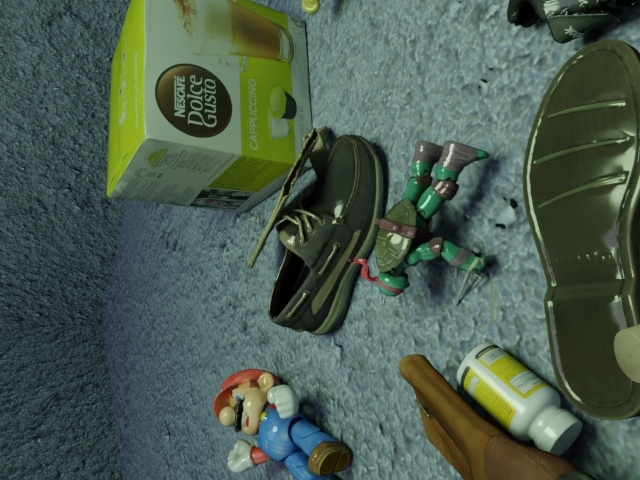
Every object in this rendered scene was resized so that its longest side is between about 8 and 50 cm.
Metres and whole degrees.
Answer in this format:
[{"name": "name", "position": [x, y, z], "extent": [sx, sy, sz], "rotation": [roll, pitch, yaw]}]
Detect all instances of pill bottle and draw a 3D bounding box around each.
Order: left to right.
[{"name": "pill bottle", "position": [0.207, 0.167, 0.473], "extent": [0.116, 0.065, 0.065], "rotation": [42, 121, 50]}]

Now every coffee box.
[{"name": "coffee box", "position": [-0.249, -0.279, 0.960], "extent": [0.338, 0.334, 0.338], "rotation": [-21, 70, 53]}]

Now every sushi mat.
[{"name": "sushi mat", "position": [-0.076, -0.063, 0.832], "extent": [0.152, 0.019, 0.316], "rotation": [-66, 6, -30]}]

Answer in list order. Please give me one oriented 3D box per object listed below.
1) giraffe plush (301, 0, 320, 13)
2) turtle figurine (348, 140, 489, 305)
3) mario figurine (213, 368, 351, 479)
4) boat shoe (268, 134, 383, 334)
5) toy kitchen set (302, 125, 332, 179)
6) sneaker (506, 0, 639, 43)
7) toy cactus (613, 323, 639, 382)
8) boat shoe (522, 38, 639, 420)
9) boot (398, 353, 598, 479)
[{"name": "giraffe plush", "position": [-0.014, -0.520, 0.806], "extent": [0.170, 0.210, 0.181], "rotation": [50, 163, 17]}, {"name": "turtle figurine", "position": [0.128, -0.007, 0.576], "extent": [0.175, 0.118, 0.235], "rotation": [29, 104, 54]}, {"name": "mario figurine", "position": [-0.105, 0.351, 0.815], "extent": [0.320, 0.170, 0.198], "rotation": [21, 69, 47]}, {"name": "boat shoe", "position": [0.000, 0.000, 0.740], "extent": [0.132, 0.130, 0.356], "rotation": [32, 113, 53]}, {"name": "toy kitchen set", "position": [0.019, -0.166, 0.828], "extent": [0.068, 0.075, 0.083], "rotation": [-14, 111, 18]}, {"name": "sneaker", "position": [0.270, -0.240, 0.421], "extent": [0.234, 0.078, 0.106], "rotation": [42, 123, 54]}, {"name": "toy cactus", "position": [0.287, 0.062, 0.276], "extent": [0.112, 0.180, 0.219], "rotation": [81, -179, -74]}, {"name": "boat shoe", "position": [0.257, -0.010, 0.391], "extent": [0.110, 0.104, 0.308], "rotation": [178, 94, -65]}, {"name": "boot", "position": [0.184, 0.282, 0.455], "extent": [0.264, 0.096, 0.280], "rotation": [64, 165, -17]}]
